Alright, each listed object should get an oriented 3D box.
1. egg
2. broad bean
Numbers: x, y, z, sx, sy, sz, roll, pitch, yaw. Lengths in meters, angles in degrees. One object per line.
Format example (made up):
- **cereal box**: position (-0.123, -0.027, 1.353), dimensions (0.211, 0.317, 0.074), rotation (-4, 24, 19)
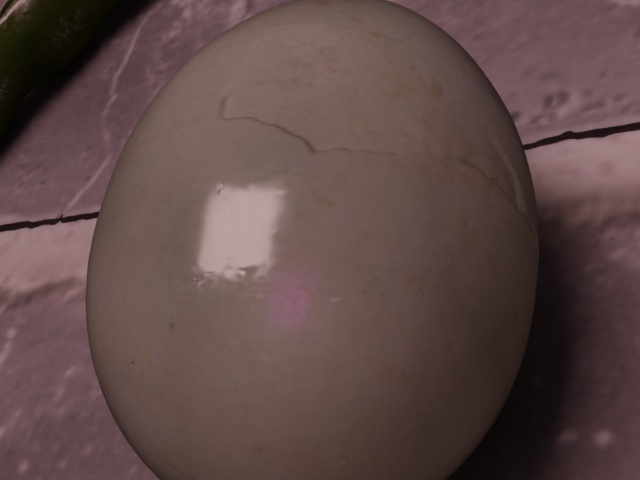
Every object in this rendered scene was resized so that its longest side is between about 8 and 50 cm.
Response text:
- **egg**: position (0.000, 0.000, 0.525), dimensions (0.151, 0.151, 0.209), rotation (-13, 46, 29)
- **broad bean**: position (-0.130, -0.126, 0.811), dimensions (0.256, 0.052, 0.053), rotation (-43, 18, -2)
